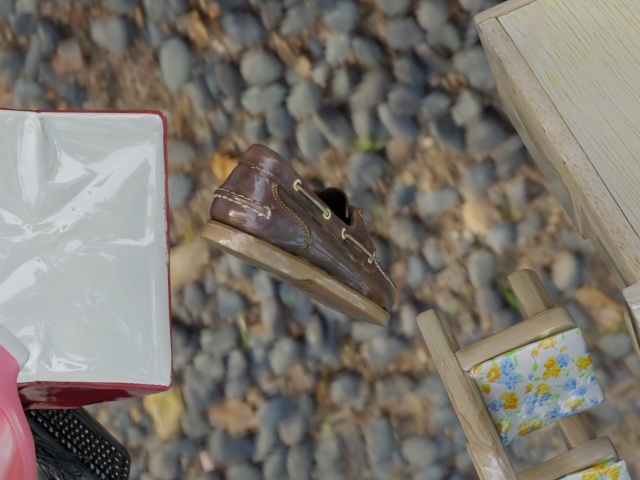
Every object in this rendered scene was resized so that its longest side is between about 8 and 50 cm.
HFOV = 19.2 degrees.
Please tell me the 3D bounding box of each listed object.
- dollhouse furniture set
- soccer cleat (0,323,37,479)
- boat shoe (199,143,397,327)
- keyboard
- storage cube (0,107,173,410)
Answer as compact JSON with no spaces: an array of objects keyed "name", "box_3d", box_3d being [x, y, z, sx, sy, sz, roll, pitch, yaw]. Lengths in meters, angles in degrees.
[{"name":"dollhouse furniture set","box_3d":[0.152,0.037,0.652,0.212,0.161,0.242,-24,129,1]},{"name":"soccer cleat","box_3d":[-0.181,0.027,0.436,0.248,0.095,0.083,20,130,19]},{"name":"boat shoe","box_3d":[0.000,0.000,1.215,0.207,0.073,0.073,35,75,-60]},{"name":"keyboard","box_3d":[-0.222,0.165,1.640,0.038,0.100,0.192,-22,129,28]},{"name":"storage cube","box_3d":[-0.217,0.014,1.269,0.183,0.193,0.215,2,82,-25]}]
